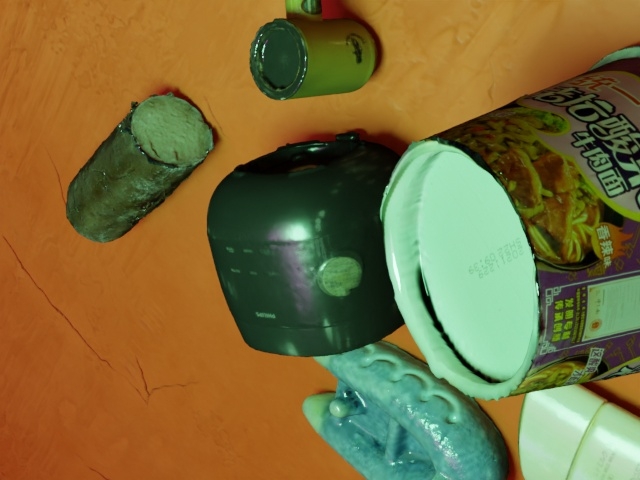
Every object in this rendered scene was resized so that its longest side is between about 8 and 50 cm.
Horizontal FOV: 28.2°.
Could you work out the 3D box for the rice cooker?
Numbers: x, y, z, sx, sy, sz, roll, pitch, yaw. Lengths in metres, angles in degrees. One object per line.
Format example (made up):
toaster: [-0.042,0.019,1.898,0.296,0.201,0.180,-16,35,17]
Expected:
rice cooker: [0.000,0.000,1.533,0.267,0.267,0.225,2,110,43]

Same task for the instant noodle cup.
instant noodle cup: [0.233,-0.005,1.211,0.340,0.266,0.340,34,131,52]

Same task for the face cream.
face cream: [0.381,0.293,1.484,0.348,0.081,0.174,30,131,26]

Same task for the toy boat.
toy boat: [0.095,0.263,1.709,0.330,0.123,0.215,32,133,26]

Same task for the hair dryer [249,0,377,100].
hair dryer: [-0.013,-0.304,1.455,0.090,0.135,0.279,1,99,44]

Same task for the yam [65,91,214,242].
yam: [-0.266,-0.101,1.813,0.131,0.131,0.279,55,140,0]
